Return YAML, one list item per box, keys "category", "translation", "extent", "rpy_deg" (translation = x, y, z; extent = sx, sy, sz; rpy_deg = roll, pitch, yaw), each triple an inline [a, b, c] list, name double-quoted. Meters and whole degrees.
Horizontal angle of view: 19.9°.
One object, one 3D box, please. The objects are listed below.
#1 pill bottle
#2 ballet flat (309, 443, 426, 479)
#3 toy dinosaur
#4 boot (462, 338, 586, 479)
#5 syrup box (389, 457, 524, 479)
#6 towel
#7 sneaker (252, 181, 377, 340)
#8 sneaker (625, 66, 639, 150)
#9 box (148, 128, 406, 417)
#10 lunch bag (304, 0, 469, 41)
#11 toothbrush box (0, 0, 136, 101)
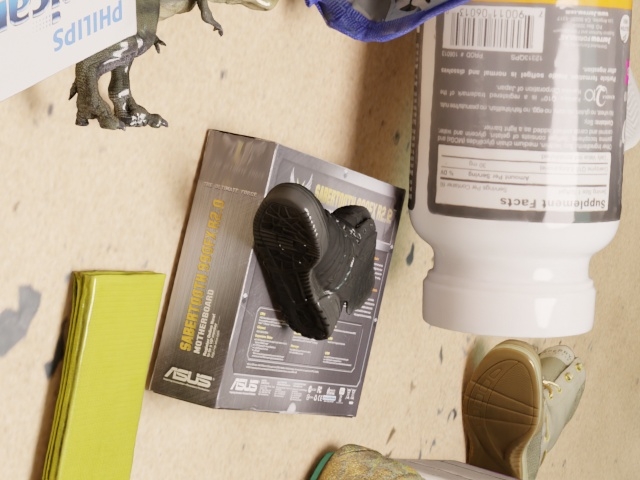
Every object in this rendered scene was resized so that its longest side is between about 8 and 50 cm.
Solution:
- category: "pill bottle"
  translation: [0.148, -0.074, 1.375]
  extent: [0.162, 0.162, 0.278]
  rpy_deg: [-11, 105, -62]
- category: "ballet flat"
  translation: [-0.009, 0.306, 1.394]
  extent: [0.348, 0.123, 0.123]
  rpy_deg: [-58, 149, -33]
- category: "toy dinosaur"
  translation: [-0.114, -0.123, 1.045]
  extent: [0.268, 0.064, 0.118]
  rpy_deg: [-7, 102, -61]
- category: "boot"
  translation: [0.208, 0.148, 1.803]
  extent: [0.165, 0.077, 0.213]
  rpy_deg: [-49, 148, -43]
- category: "syrup box"
  translation: [0.113, 0.252, 1.637]
  extent: [0.237, 0.096, 0.093]
  rpy_deg: [17, 87, -63]
- category: "towel"
  translation: [-0.146, 0.135, 1.148]
  extent: [0.102, 0.021, 0.237]
  rpy_deg: [2, 99, -69]
- category: "sneaker"
  translation: [0.002, 0.001, 1.219]
  extent: [0.089, 0.051, 0.170]
  rpy_deg: [-59, 153, -34]
- category: "sneaker"
  translation: [0.168, -0.184, 1.549]
  extent: [0.108, 0.169, 0.292]
  rpy_deg: [-2, 73, -27]
- category: "box"
  translation: [-0.024, 0.031, 1.297]
  extent: [0.231, 0.056, 0.183]
  rpy_deg: [14, 88, -64]
- category: "lunch bag"
  translation: [0.124, -0.348, 1.201]
  extent: [0.328, 0.239, 0.385]
  rpy_deg: [-57, 176, -38]
- category: "toothbrush box"
  translation: [-0.189, -0.204, 0.771]
  extent: [0.216, 0.126, 0.295]
  rpy_deg: [-40, 135, -53]
